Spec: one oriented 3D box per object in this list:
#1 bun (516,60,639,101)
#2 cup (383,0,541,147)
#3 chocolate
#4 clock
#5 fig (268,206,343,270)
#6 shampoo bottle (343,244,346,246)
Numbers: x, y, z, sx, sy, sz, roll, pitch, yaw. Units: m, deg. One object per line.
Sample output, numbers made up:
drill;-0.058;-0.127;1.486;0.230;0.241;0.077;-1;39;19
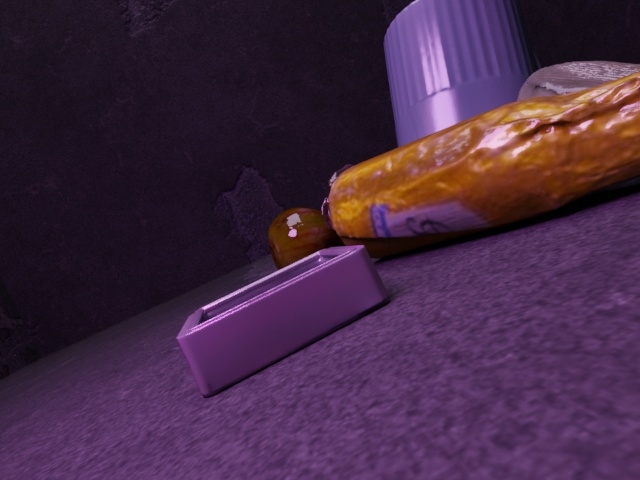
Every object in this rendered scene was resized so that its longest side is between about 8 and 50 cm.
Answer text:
bun;0.370;-0.161;0.515;0.220;0.109;0.221;-6;30;4
cup;0.290;-0.257;0.728;0.330;0.312;0.257;-9;-6;2
chocolate;0.189;-0.087;0.493;0.162;0.162;0.445;-27;5;-38
clock;-0.044;0.073;0.437;0.197;0.063;0.150;-25;4;-13
fig;-0.010;-0.008;0.781;0.186;0.142;0.148;-38;34;-14
shampoo bottle;0.159;-0.056;0.902;0.259;0.065;0.102;-25;36;-11
